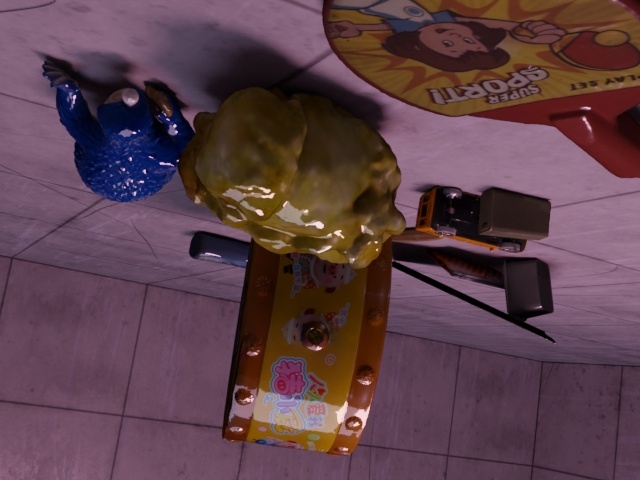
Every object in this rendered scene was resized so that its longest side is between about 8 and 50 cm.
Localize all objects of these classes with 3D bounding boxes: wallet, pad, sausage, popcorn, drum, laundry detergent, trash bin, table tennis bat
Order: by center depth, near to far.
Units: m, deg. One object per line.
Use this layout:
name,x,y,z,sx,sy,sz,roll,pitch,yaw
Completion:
table tennis bat,0.179,-0.143,0.695,0.268,0.051,0.414,-2,162,45
popcorn,-0.045,-0.072,0.916,0.225,0.174,0.286,8,172,46
trash bin,0.275,-0.034,1.154,0.092,0.061,0.043,9,169,-14
drum,-0.029,0.137,1.346,0.214,0.431,0.431,10,169,-6
sausage,0.174,-0.010,1.460,0.024,0.024,0.132,18,167,-41
wallet,0.310,0.063,1.638,0.196,0.020,0.103,14,-164,-32
pad,0.300,0.120,1.668,0.367,0.007,0.247,25,-176,11
laundry detergent,-0.194,0.033,1.878,0.206,0.061,0.096,13,166,-26

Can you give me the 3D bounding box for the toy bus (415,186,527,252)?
toy bus,0.226,-0.027,1.205,0.162,0.070,0.074,13,169,-18

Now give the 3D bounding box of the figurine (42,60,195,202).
figurine,-0.235,-0.113,0.977,0.164,0.121,0.262,12,167,2

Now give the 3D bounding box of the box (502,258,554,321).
box,0.406,0.093,1.587,0.069,0.122,0.084,-14,159,36
